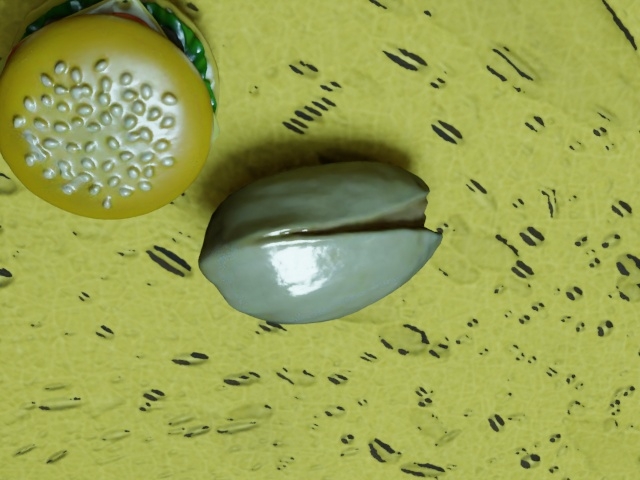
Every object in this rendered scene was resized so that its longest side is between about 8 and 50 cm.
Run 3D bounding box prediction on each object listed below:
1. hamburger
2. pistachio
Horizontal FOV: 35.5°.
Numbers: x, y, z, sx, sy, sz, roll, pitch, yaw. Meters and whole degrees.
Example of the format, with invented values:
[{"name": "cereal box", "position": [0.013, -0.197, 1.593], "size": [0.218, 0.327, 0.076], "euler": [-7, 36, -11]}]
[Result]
[{"name": "hamburger", "position": [-0.146, -0.095, 0.689], "size": [0.162, 0.115, 0.162], "euler": [-2, 119, -4]}, {"name": "pistachio", "position": [0.000, 0.000, 0.754], "size": [0.185, 0.124, 0.124], "euler": [-18, 120, -4]}]
